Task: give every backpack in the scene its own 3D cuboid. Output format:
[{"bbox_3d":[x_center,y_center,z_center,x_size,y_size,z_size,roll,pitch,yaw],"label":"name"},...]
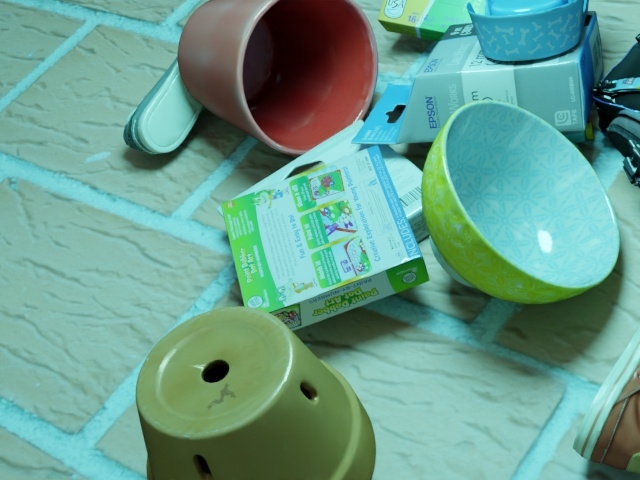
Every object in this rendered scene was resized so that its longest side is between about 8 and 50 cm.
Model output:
[{"bbox_3d":[0.494,-0.199,1.772,0.173,0.117,0.158,22,58,38],"label":"backpack"}]

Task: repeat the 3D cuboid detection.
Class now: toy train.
[{"bbox_3d":[0.326,-0.151,1.844,0.125,0.046,0.166,27,62,39],"label":"toy train"}]

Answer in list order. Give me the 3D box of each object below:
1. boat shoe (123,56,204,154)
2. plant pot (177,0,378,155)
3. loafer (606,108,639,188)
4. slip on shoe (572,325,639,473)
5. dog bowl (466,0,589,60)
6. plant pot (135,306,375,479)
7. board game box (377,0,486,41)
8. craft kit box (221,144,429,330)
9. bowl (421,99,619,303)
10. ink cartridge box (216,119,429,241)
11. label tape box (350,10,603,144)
[{"bbox_3d":[-0.226,-0.271,2.141,0.099,0.116,0.319,-5,43,51],"label":"boat shoe"},{"bbox_3d":[-0.086,-0.287,2.010,0.275,0.275,0.243,-42,36,-21],"label":"plant pot"},{"bbox_3d":[0.468,-0.058,1.637,0.095,0.109,0.302,-41,56,-1],"label":"loafer"},{"bbox_3d":[0.415,0.138,1.475,0.101,0.123,0.331,28,62,20],"label":"slip on shoe"},{"bbox_3d":[0.310,-0.335,1.818,0.166,0.074,0.297,-3,25,18],"label":"dog bowl"},{"bbox_3d":[-0.096,0.217,1.528,0.291,0.203,0.291,-12,43,11],"label":"plant pot"},{"bbox_3d":[0.253,-0.478,2.052,0.242,0.064,0.316,15,85,22],"label":"board game box"},{"bbox_3d":[0.000,0.000,1.735,0.246,0.061,0.250,-18,43,1],"label":"craft kit box"},{"bbox_3d":[0.234,-0.024,1.650,0.156,0.289,0.289,-46,23,43],"label":"bowl"},{"bbox_3d":[0.016,-0.038,1.848,0.275,0.060,0.239,-32,43,-10],"label":"ink cartridge box"},{"bbox_3d":[0.233,-0.244,1.876,0.347,0.115,0.249,-1,26,19],"label":"label tape box"}]
